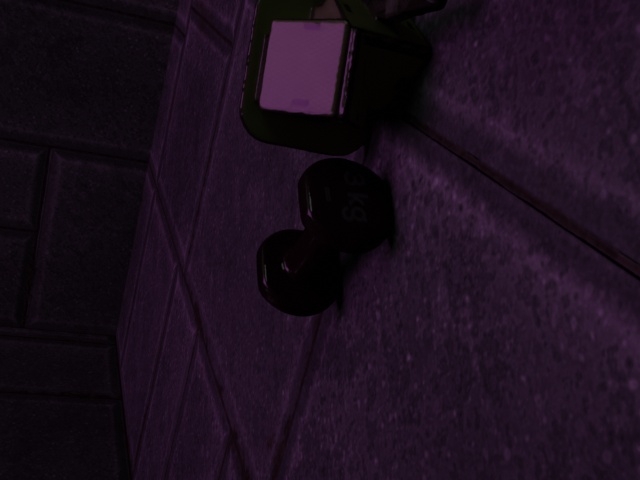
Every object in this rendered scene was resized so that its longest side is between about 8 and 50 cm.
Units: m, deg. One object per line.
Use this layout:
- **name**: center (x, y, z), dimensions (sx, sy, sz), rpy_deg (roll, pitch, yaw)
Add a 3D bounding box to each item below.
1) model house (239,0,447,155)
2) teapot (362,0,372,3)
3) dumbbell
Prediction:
- **model house**: center (0.046, -0.215, 1.014), dimensions (0.279, 0.205, 0.218), rpy_deg (17, 99, 62)
- **teapot**: center (0.077, -0.426, 1.099), dimensions (0.163, 0.221, 0.178), rpy_deg (5, 74, 31)
- **dumbbell**: center (0.000, 0.000, 1.124), dimensions (0.225, 0.124, 0.140), rpy_deg (126, 146, -52)
